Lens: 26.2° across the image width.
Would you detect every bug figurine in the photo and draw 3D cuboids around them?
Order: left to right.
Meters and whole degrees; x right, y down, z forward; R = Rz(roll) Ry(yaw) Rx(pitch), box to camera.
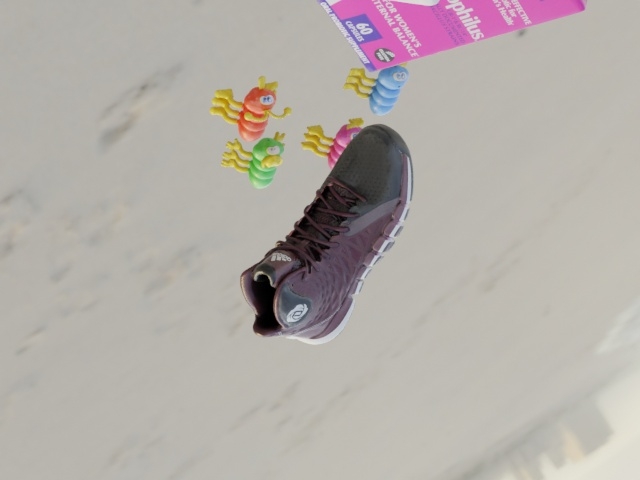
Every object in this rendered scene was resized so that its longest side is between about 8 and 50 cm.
[{"bbox_3d":[-0.008,-0.152,1.802,0.279,0.072,0.216,-13,150,-23],"label":"bug figurine"}]

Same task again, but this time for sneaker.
[{"bbox_3d":[0.000,0.000,1.563,0.162,0.106,0.281,-3,118,-54],"label":"sneaker"}]

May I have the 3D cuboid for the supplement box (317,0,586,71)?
[{"bbox_3d":[0.118,-0.248,1.215,0.220,0.114,0.111,-14,136,31],"label":"supplement box"}]

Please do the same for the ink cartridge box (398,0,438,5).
[{"bbox_3d":[0.064,-0.256,0.941,0.150,0.063,0.109,83,25,-46],"label":"ink cartridge box"}]
